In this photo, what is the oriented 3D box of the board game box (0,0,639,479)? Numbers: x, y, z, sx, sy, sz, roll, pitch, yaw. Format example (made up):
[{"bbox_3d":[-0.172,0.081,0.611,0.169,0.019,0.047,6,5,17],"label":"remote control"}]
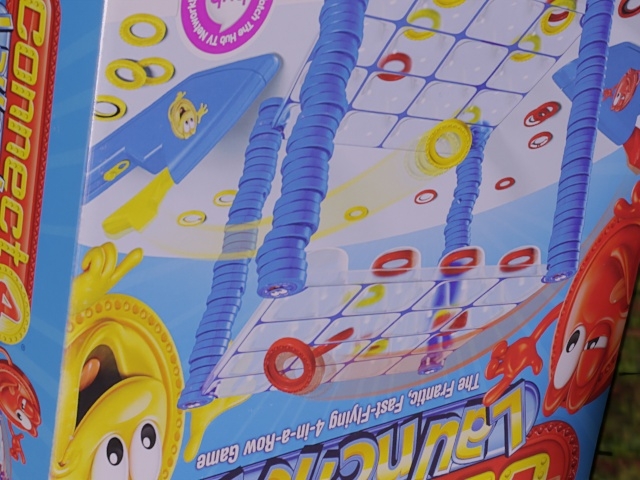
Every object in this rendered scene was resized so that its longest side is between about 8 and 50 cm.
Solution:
[{"bbox_3d":[0.000,0.000,0.742,0.086,0.308,0.302,28,119,40],"label":"board game box"}]
